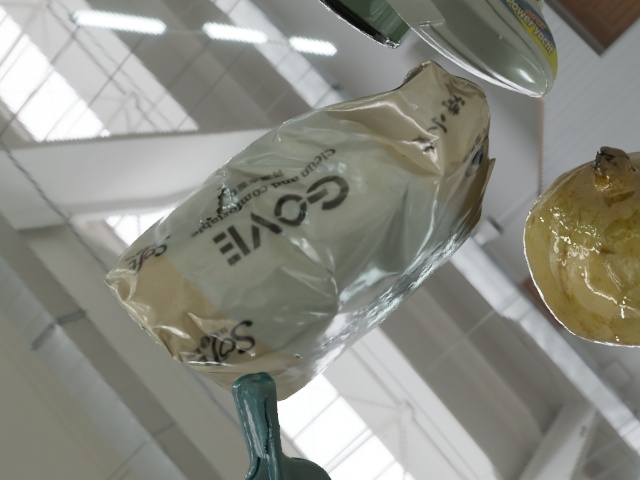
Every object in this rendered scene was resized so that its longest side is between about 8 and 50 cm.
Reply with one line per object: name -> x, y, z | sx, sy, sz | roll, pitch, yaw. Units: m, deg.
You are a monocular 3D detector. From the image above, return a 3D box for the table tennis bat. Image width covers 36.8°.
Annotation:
table tennis bat -> -0.035, 0.193, 0.725 | 0.124, 0.201, 0.033 | -21, -160, -38

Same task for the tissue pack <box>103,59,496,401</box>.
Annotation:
tissue pack -> 0.000, 0.000, 0.965 | 0.195, 0.376, 0.390 | 55, -178, 17

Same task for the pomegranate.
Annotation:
pomegranate -> 0.490, -0.002, 1.517 | 0.342, 0.342, 0.342 | 37, -157, -19

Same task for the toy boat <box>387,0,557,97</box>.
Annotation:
toy boat -> 0.134, -0.251, 0.914 | 0.269, 0.141, 0.140 | 30, -154, -21

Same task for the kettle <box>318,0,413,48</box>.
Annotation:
kettle -> 0.089, -0.425, 1.020 | 0.250, 0.376, 0.361 | 48, -160, 23
